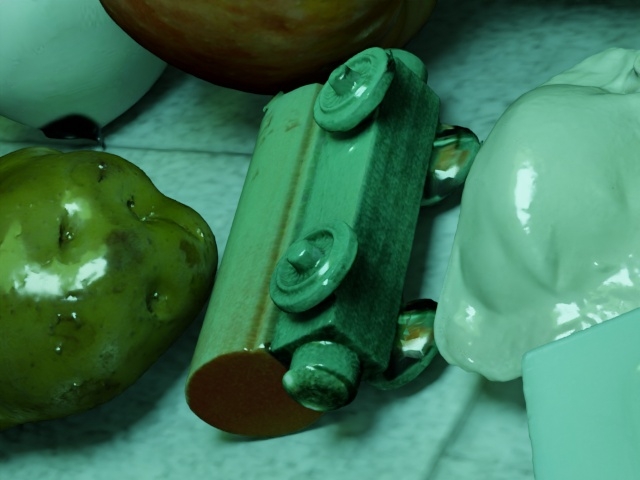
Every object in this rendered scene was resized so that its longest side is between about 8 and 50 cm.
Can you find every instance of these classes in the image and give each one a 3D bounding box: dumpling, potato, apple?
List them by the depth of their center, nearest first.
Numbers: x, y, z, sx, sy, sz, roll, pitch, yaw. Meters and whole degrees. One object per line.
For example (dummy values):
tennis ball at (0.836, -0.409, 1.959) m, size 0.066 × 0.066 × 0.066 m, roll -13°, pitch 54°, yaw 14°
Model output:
dumpling at (0.153, -0.022, 1.008) m, size 0.151 × 0.124 × 0.229 m, roll 0°, pitch 62°, yaw 47°
potato at (-0.236, 0.039, 1.251) m, size 0.369 × 0.176 × 0.195 m, roll -14°, pitch 84°, yaw 40°
apple at (-0.038, -0.184, 1.274) m, size 0.251 × 0.163 × 0.293 m, roll 20°, pitch 18°, yaw 16°

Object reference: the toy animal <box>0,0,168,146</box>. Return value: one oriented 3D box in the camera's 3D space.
toy animal at (-0.219, -0.232, 1.480) m, size 0.251 × 0.251 × 0.310 m, roll -30°, pitch 49°, yaw 11°

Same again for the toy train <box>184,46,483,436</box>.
toy train at (0.000, 0.000, 1.145) m, size 0.177 × 0.116 × 0.285 m, roll -26°, pitch 37°, yaw 37°

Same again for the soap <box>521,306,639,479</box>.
soap at (0.239, 0.083, 0.855) m, size 0.265 × 0.087 × 0.160 m, roll -23°, pitch 38°, yaw 20°
